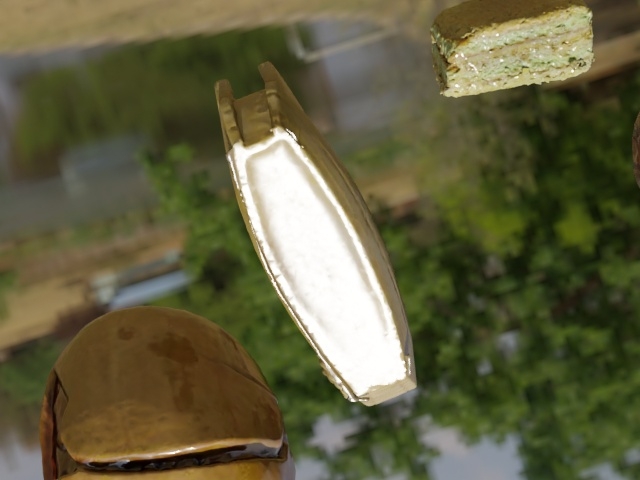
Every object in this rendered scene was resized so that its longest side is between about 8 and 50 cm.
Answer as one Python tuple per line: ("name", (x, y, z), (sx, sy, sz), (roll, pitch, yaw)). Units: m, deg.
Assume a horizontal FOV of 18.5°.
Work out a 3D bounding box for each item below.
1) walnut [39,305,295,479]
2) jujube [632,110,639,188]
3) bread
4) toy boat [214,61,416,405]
("walnut", (-0.110, 0.178, 1.486), (0.203, 0.297, 0.203), (-11, 138, -11))
("jujube", (0.373, -0.085, 1.753), (0.183, 0.183, 0.243), (-18, 169, -7))
("bread", (0.234, -0.251, 2.442), (0.196, 0.102, 0.138), (-11, -159, -3))
("toy boat", (0.000, 0.000, 1.057), (0.064, 0.206, 0.072), (-22, -157, 6))
